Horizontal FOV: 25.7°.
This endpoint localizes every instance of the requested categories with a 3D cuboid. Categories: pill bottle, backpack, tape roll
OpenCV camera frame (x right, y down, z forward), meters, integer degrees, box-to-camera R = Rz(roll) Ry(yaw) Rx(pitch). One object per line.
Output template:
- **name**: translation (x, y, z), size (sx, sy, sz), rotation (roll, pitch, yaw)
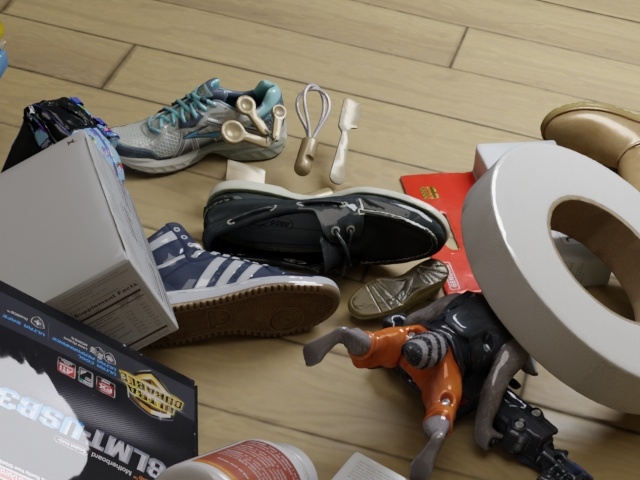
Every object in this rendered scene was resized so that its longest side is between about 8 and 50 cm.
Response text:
- **pill bottle**: translation (-0.087, 0.280, 1.500), size (0.121, 0.121, 0.216), rotation (26, 13, 22)
- **backpack**: translation (-0.340, -0.096, 1.940), size (0.173, 0.158, 0.117), rotation (39, 30, 15)
- **tape roll**: translation (0.354, 0.043, 1.796), size (0.392, 0.072, 0.392), rotation (25, 39, -22)

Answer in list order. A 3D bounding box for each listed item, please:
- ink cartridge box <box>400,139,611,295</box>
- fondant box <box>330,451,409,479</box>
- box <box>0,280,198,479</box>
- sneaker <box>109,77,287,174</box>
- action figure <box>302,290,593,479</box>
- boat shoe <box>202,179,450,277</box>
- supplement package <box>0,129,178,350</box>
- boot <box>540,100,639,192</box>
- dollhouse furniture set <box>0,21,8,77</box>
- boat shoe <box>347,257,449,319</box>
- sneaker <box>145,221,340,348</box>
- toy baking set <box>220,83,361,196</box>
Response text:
- **ink cartridge box**: translation (0.264, -0.038, 2.017), size (0.239, 0.060, 0.275), rotation (-3, 41, -13)
- **fondant box**: translation (0.048, 0.400, 1.451), size (0.238, 0.096, 0.330), rotation (26, 43, 22)
- **box**: translation (-0.264, 0.217, 1.525), size (0.295, 0.073, 0.293), rotation (32, 29, -28)
- **sneaker**: translation (-0.187, -0.184, 2.079), size (0.283, 0.122, 0.110), rotation (-10, 42, -19)
- **action figure**: translation (0.187, 0.163, 1.667), size (0.341, 0.178, 0.330), rotation (35, 33, 23)
- **boat shoe**: translation (-0.001, -0.003, 1.891), size (0.340, 0.127, 0.113), rotation (10, 42, 7)
- **supplement package**: translation (-0.325, 0.028, 1.744), size (0.204, 0.145, 0.262), rotation (-28, 45, 1)
- **boot**: translation (0.455, -0.090, 2.080), size (0.236, 0.089, 0.269), rotation (5, 42, -1)
- **dollhouse furniture set**: translation (-0.621, -0.245, 1.919), size (0.286, 0.198, 0.303), rotation (26, 69, 2)
- **boat shoe**: translation (0.104, 0.074, 1.884), size (0.153, 0.048, 0.056), rotation (-27, 62, -24)
- **sneaker**: translation (-0.123, 0.049, 1.835), size (0.282, 0.099, 0.153), rotation (-7, 44, -10)
- **toy baking set**: translation (-0.031, -0.131, 2.037), size (0.256, 0.030, 0.196), rotation (-11, 78, -27)
